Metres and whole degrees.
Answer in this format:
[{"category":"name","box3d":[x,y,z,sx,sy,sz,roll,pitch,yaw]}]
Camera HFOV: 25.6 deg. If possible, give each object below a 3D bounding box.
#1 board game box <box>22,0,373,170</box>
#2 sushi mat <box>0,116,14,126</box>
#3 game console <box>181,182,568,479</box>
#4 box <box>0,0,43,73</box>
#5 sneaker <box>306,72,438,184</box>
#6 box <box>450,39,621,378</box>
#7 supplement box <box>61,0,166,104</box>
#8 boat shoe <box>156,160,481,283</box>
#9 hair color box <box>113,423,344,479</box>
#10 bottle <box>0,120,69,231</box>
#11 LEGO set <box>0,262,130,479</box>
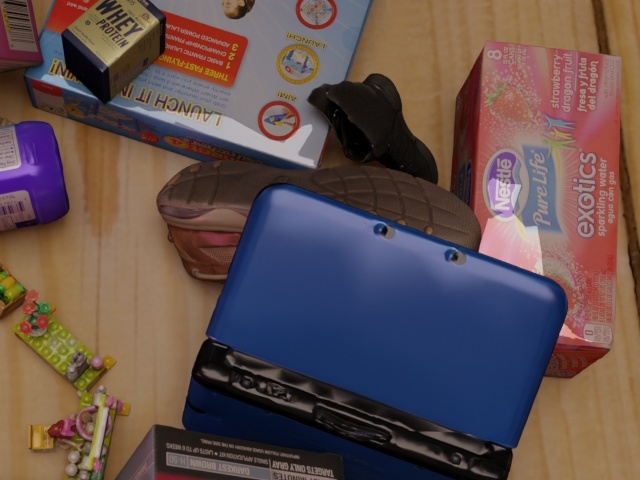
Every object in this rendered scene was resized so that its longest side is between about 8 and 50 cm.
[{"category":"board game box","box3d":[-0.107,-0.239,1.452,0.308,0.086,0.302,18,73,0]},{"category":"sushi mat","box3d":[-0.406,0.004,1.384,0.151,0.019,0.316,22,72,2]},{"category":"game console","box3d":[0.042,0.115,1.291,0.293,0.250,0.173,21,62,0]},{"category":"box","box3d":[-0.413,-0.249,1.336,0.243,0.117,0.213,-11,92,15]},{"category":"sneaker","box3d":[0.055,-0.097,1.399,0.089,0.051,0.170,-50,123,-38]},{"category":"box","box3d":[0.207,-0.027,1.388,0.142,0.154,0.300,6,74,-4]},{"category":"supplement box","box3d":[-0.196,-0.189,1.338,0.056,0.083,0.083,43,73,6]},{"category":"boat shoe","box3d":[0.000,0.000,1.341,0.324,0.116,0.123,8,31,26]},{"category":"hair color box","box3d":[-0.067,0.348,1.142,0.185,0.113,0.374,13,48,-23]},{"category":"bottle","box3d":[-0.383,-0.042,1.329,0.283,0.118,0.092,-12,75,-9]},{"category":"LEGO set","box3d":[-0.249,0.138,1.315,0.132,0.107,0.287,-12,76,-9]}]
